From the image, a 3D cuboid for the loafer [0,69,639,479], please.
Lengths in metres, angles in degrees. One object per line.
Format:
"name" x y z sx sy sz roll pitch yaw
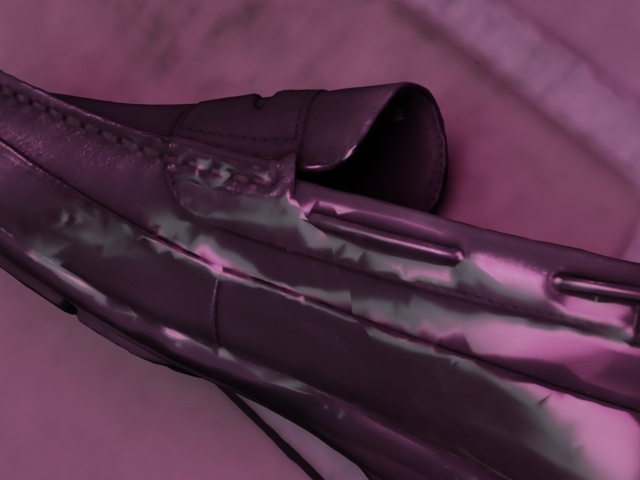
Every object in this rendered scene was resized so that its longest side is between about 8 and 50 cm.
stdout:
"loafer" 0.000 0.000 0.403 0.223 0.076 0.078 27 92 23
